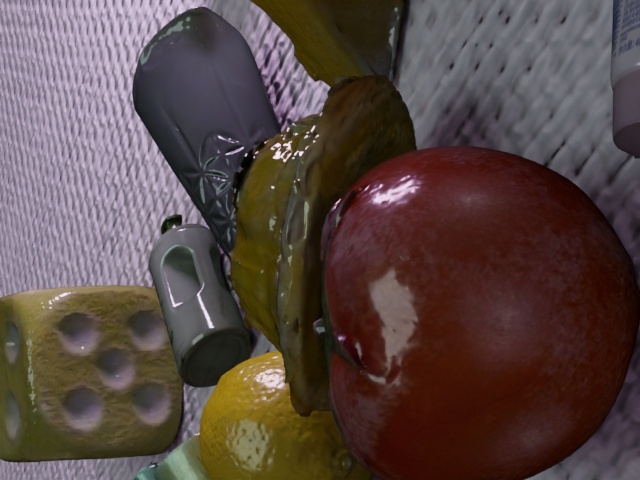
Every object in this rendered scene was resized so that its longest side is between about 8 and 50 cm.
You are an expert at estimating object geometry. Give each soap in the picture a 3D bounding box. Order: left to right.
[{"bbox_3d":[-0.076,-0.301,1.328,0.169,0.338,0.304,22,106,62],"label":"soap"}]

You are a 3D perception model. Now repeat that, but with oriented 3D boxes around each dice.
[{"bbox_3d":[-0.333,0.186,1.901,0.238,0.226,0.233,-17,75,59],"label":"dice"}]

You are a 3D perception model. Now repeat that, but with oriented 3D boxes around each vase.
[{"bbox_3d":[-0.103,-0.086,1.588,0.251,0.156,0.301,101,149,-49],"label":"vase"}]

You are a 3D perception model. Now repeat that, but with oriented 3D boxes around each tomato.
[{"bbox_3d":[0.117,0.057,1.041,0.265,0.265,0.265,-7,82,62],"label":"tomato"}]

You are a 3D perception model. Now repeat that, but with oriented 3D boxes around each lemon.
[{"bbox_3d":[-0.027,0.199,1.374,0.203,0.178,0.178,9,96,55],"label":"lemon"}]

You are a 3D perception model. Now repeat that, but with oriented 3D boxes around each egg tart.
[{"bbox_3d":[0.000,0.000,1.232,0.120,0.315,0.315,8,97,21],"label":"egg tart"}]

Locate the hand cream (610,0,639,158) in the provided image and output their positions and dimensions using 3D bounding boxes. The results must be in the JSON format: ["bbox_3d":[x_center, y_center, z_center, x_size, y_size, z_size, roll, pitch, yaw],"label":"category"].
[{"bbox_3d":[0.253,-0.184,0.997,0.133,0.083,0.248,-21,59,59],"label":"hand cream"}]

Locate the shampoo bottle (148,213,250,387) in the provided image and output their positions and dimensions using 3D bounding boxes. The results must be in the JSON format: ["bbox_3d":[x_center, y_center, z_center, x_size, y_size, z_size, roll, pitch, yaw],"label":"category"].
[{"bbox_3d":[-0.160,0.059,1.727,0.118,0.087,0.234,115,145,-42],"label":"shampoo bottle"}]

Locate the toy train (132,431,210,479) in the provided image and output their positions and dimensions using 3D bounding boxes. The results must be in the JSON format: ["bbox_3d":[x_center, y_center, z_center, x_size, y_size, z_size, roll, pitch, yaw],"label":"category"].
[{"bbox_3d":[-0.088,0.346,1.502,0.189,0.126,0.307,-44,64,17],"label":"toy train"}]
